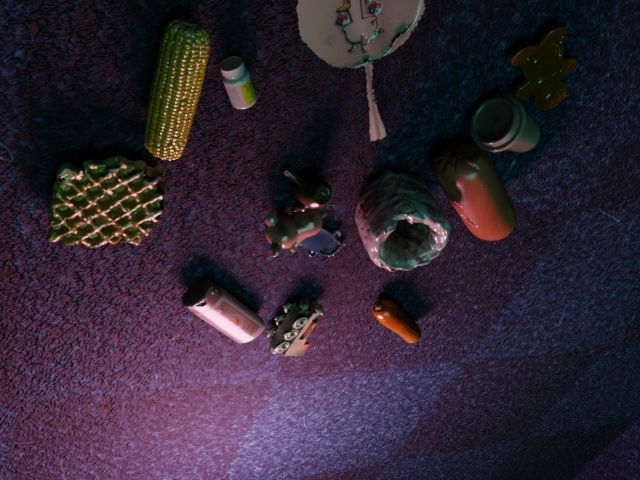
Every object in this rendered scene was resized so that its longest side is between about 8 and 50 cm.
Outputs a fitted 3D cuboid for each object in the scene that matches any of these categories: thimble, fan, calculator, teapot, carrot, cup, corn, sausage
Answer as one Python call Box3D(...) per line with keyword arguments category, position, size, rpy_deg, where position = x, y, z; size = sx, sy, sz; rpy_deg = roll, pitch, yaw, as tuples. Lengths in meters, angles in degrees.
Box3D(category="thimble", position=(0.173, -0.045, 1.484), size=(0.186, 0.149, 0.211), rpy_deg=(-20, 139, -2))
Box3D(category="fan", position=(0.079, -0.340, 1.216), size=(0.233, 0.012, 0.414), rpy_deg=(-17, 137, -7))
Box3D(category="calculator", position=(0.000, 0.000, 1.546), size=(0.094, 0.019, 0.141), rpy_deg=(-40, 139, 18))
Box3D(category="teapot", position=(-0.035, -0.102, 1.375), size=(0.110, 0.080, 0.085), rpy_deg=(39, 82, -33))
Box3D(category="carrot", position=(0.206, 0.215, 1.848), size=(0.067, 0.067, 0.225), rpy_deg=(-34, 141, 12))
Box3D(category="cup", position=(0.389, -0.230, 1.416), size=(0.141, 0.120, 0.120), rpy_deg=(13, 128, -47))
Box3D(category="corn", position=(-0.236, -0.244, 1.114), size=(0.081, 0.081, 0.248), rpy_deg=(1, 134, -27))
Box3D(category="sausage", position=(0.346, -0.108, 1.518), size=(0.121, 0.121, 0.304), rpy_deg=(-33, 140, 11))

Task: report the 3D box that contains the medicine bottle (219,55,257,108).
Box3D(category="medicine bottle", position=(-0.140, -0.267, 1.162), size=(0.047, 0.047, 0.083), rpy_deg=(-21, 141, -4))

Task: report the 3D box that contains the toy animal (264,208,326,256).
Box3D(category="toy animal", position=(-0.056, -0.033, 1.436), size=(0.150, 0.083, 0.089), rpy_deg=(-29, 166, -19))

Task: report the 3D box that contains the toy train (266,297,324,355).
Box3D(category="toy train", position=(-0.059, 0.216, 1.719), size=(0.118, 0.074, 0.175), rpy_deg=(5, 128, -44))

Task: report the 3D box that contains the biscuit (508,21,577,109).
Box3D(category="biscuit", position=(0.449, -0.340, 1.383), size=(0.138, 0.031, 0.205), rpy_deg=(-32, 139, 10))

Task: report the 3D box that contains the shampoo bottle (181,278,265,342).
Box3D(category="shampoo bottle", position=(-0.221, 0.168, 1.592), size=(0.086, 0.055, 0.227), rpy_deg=(-33, 139, 9))

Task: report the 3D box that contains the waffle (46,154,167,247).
Box3D(category="waffle", position=(-0.386, -0.071, 1.252), size=(0.204, 0.054, 0.223), rpy_deg=(2, 135, -28))
